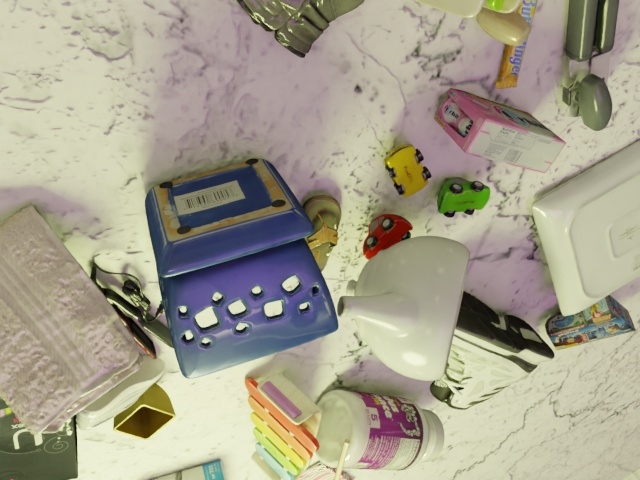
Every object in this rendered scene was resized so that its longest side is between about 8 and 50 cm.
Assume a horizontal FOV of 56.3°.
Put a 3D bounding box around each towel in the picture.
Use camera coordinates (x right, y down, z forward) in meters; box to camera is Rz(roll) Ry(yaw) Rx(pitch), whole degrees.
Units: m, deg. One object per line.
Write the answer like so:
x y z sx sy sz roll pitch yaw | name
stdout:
-0.393 0.115 0.829 0.187 0.049 0.282 -37 106 -18 | towel
-0.004 0.659 1.603 0.144 0.029 0.197 -32 134 6 | towel

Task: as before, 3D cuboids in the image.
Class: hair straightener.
-0.298 0.108 0.990 0.089 0.047 0.230 -27 130 -1 | hair straightener

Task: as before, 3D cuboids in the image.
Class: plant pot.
-0.127 0.022 0.863 0.236 0.236 0.212 -16 126 -12 | plant pot
-0.330 0.304 1.109 0.081 0.083 0.081 -41 133 13 | plant pot

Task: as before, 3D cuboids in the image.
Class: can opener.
0.433 -0.301 0.924 0.076 0.095 0.283 -23 134 -5 | can opener

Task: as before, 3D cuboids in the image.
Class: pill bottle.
0.141 0.441 1.383 0.302 0.169 0.169 17 120 -35 | pill bottle

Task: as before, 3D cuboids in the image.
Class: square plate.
0.630 -0.027 1.241 0.347 0.049 0.344 -30 123 0 | square plate

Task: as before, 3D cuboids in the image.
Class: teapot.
0.135 0.099 0.990 0.187 0.252 0.256 12 141 16 | teapot

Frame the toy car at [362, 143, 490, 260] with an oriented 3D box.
0.187 -0.073 1.040 0.225 0.053 0.238 -6 131 -20 | toy car

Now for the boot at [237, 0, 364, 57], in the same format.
-0.045 -0.333 0.696 0.161 0.083 0.246 -36 133 15 | boot

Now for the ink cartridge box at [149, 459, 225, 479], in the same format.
-0.309 0.598 1.374 0.191 0.082 0.139 -10 131 -15 | ink cartridge box

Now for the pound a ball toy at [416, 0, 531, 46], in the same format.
0.214 -0.406 0.733 0.208 0.136 0.319 -27 141 -45 | pound a ball toy

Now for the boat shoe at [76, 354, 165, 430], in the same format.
-0.342 0.262 1.029 0.066 0.184 0.063 29 118 11 | boat shoe

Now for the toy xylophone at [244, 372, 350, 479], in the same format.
-0.054 0.415 1.246 0.081 0.236 0.322 -32 139 -36 | toy xylophone

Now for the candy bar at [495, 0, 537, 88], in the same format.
0.302 -0.308 0.913 0.040 0.018 0.161 -11 133 -16 | candy bar

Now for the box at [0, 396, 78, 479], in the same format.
-0.486 0.271 0.968 0.165 0.143 0.270 -4 130 -22 | box

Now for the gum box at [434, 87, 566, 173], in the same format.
0.282 -0.175 0.956 0.189 0.107 0.062 8 124 -30 | gum box

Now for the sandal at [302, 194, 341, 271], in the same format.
0.000 0.000 1.020 0.072 0.049 0.180 -6 130 -20 | sandal

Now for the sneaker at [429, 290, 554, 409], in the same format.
0.313 0.269 1.311 0.448 0.169 0.257 24 114 -40 | sneaker

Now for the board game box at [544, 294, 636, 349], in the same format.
0.642 0.187 1.440 0.194 0.060 0.194 -20 145 20 | board game box
